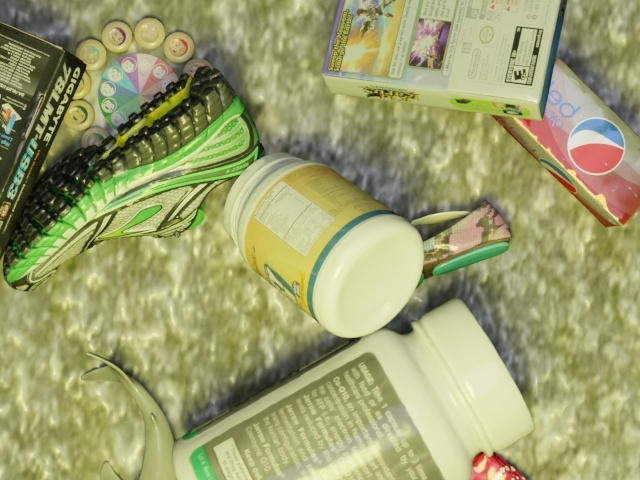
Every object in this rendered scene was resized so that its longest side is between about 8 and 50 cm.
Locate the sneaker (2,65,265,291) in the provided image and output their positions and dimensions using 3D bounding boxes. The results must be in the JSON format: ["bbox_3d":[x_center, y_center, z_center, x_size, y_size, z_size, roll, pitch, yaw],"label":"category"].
[{"bbox_3d":[-0.213,-0.039,1.437,0.343,0.134,0.146,-33,120,10],"label":"sneaker"}]

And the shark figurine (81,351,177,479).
[{"bbox_3d":[-0.202,0.266,1.443,0.166,0.116,0.278,4,91,-3],"label":"shark figurine"}]

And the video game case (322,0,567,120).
[{"bbox_3d":[0.151,-0.280,1.423,0.244,0.061,0.270,10,76,16],"label":"video game case"}]

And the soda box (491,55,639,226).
[{"bbox_3d":[0.276,-0.135,1.471,0.263,0.083,0.092,45,89,1],"label":"soda box"}]

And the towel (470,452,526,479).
[{"bbox_3d":[0.227,0.396,1.444,0.275,0.031,0.199,41,82,16],"label":"towel"}]

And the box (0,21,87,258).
[{"bbox_3d":[-0.453,-0.126,1.431,0.295,0.073,0.293,23,91,14],"label":"box"}]

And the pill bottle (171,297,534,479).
[{"bbox_3d":[0.037,0.223,1.401,0.361,0.204,0.204,-29,90,-1],"label":"pill bottle"}]

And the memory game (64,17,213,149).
[{"bbox_3d":[-0.213,-0.170,1.497,0.186,0.012,0.186,0,89,-1],"label":"memory game"}]

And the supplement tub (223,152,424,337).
[{"bbox_3d":[0.000,0.000,1.395,0.199,0.144,0.144,37,88,40],"label":"supplement tub"}]

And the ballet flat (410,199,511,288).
[{"bbox_3d":[0.112,0.017,1.478,0.221,0.077,0.079,-25,71,-6],"label":"ballet flat"}]
